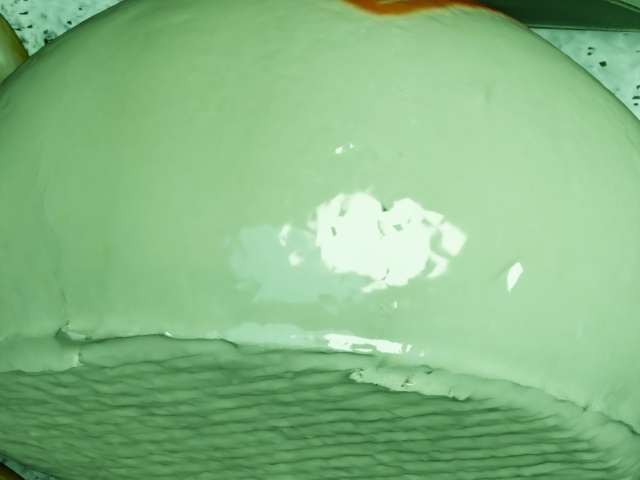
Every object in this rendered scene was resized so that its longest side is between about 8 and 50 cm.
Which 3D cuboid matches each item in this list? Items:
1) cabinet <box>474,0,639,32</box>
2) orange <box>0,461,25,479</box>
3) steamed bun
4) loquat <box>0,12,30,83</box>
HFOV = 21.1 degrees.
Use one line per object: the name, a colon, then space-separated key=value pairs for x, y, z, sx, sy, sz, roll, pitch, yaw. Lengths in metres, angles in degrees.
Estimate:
cabinet: x=0.105 y=-0.190 z=0.863 sx=0.150 sy=0.206 sz=0.145 roll=8 pitch=92 yaw=33
orange: x=-0.236 y=0.231 z=0.895 sx=0.274 sy=0.274 sz=0.274 roll=0 pitch=92 yaw=4
steamed bun: x=0.000 y=0.000 z=0.835 sx=0.374 sy=0.374 sz=0.241 roll=8 pitch=70 yaw=3
loquat: x=-0.254 y=-0.076 z=0.930 sx=0.227 sy=0.179 sz=0.179 roll=38 pitch=94 yaw=8
